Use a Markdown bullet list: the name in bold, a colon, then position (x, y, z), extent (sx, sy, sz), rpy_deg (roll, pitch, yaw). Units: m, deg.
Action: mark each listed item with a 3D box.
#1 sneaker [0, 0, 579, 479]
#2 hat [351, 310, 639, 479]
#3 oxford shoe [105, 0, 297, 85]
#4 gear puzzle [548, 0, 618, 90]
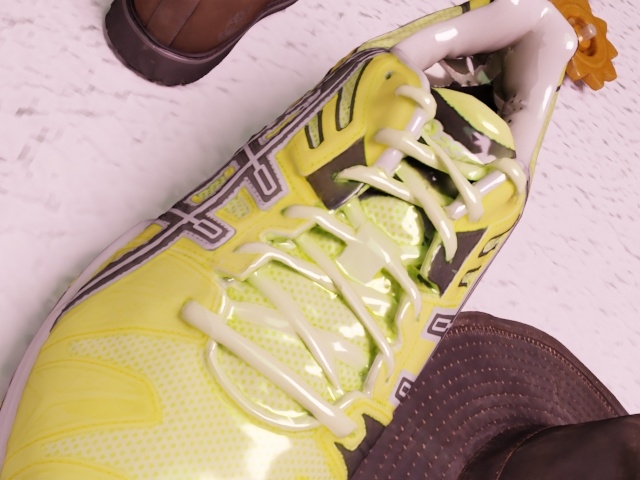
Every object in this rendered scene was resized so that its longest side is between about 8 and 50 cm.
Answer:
- **sneaker**: position (0.000, 0.000, 0.399), extent (0.145, 0.147, 0.385), rpy_deg (38, 47, -7)
- **hat**: position (0.149, 0.171, 0.431), extent (0.331, 0.134, 0.331), rpy_deg (17, 57, -28)
- **oxford shoe**: position (-0.027, -0.179, 0.525), extent (0.083, 0.096, 0.227), rpy_deg (36, 47, -13)
- **gear puzzle**: position (0.173, -0.269, 0.769), extent (0.175, 0.044, 0.339), rpy_deg (-1, 69, -39)
